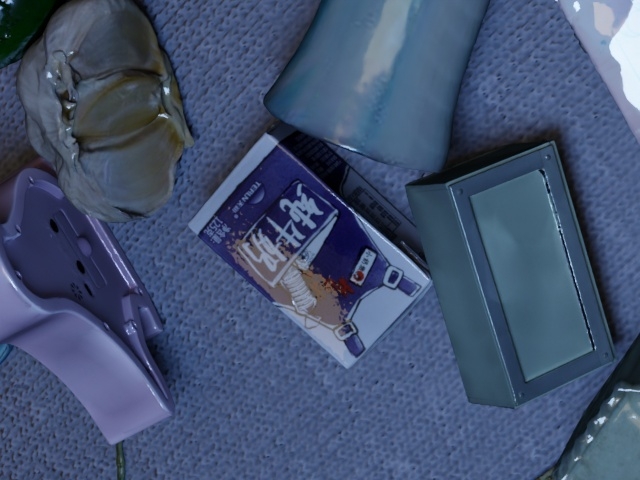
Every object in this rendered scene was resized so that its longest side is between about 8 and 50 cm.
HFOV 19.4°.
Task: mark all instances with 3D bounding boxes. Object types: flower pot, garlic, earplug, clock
[{"bbox_3d":[0.347,0.211,1.763,0.209,0.189,0.239,-24,96,21],"label":"flower pot"},{"bbox_3d":[-0.235,-0.131,1.857,0.143,0.178,0.229,3,101,34],"label":"garlic"},{"bbox_3d":[0.083,-0.245,1.742,0.185,0.185,0.324,22,102,10],"label":"earplug"},{"bbox_3d":[-0.255,0.073,1.858,0.080,0.275,0.290,-30,98,17],"label":"clock"}]

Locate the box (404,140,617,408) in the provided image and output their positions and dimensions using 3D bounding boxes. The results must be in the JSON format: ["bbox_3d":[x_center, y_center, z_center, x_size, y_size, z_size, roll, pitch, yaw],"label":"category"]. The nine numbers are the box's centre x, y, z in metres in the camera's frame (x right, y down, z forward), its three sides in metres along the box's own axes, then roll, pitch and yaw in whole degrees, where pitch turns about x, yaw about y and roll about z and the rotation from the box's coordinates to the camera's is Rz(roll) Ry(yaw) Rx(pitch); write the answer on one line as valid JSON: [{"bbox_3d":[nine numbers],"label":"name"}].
[{"bbox_3d":[0.184,0.031,1.784,0.086,0.129,0.225,0,109,62],"label":"box"}]

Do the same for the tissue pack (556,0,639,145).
[{"bbox_3d":[0.367,-0.224,1.679,0.271,0.124,0.201,-29,94,20],"label":"tissue pack"}]

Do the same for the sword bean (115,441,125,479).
[{"bbox_3d":[-0.219,0.225,2.024,0.012,0.012,0.083,-2,103,16],"label":"sword bean"}]

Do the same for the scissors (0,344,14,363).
[{"bbox_3d":[-0.510,0.101,2.064,0.393,0.032,0.180,-18,99,18],"label":"scissors"}]

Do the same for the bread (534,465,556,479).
[{"bbox_3d":[0.230,0.284,1.888,0.154,0.054,0.136,17,109,5],"label":"bread"}]

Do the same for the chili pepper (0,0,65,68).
[{"bbox_3d":[-0.350,-0.244,1.863,0.165,0.174,0.261,37,112,-23],"label":"chili pepper"}]

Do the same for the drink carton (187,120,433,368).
[{"bbox_3d":[0.000,0.001,1.858,0.222,0.102,0.134,42,109,0],"label":"drink carton"}]
